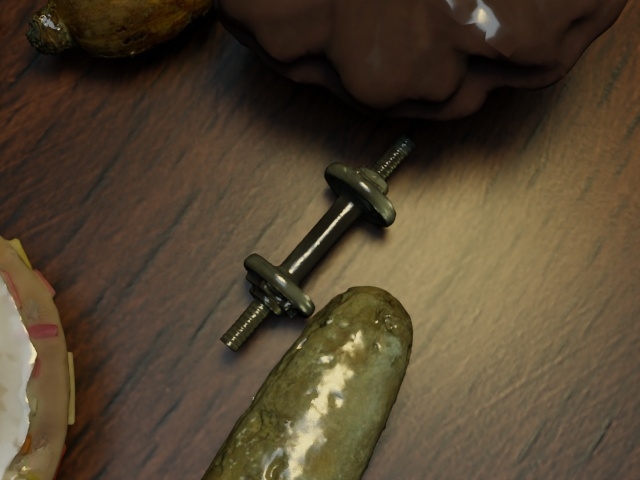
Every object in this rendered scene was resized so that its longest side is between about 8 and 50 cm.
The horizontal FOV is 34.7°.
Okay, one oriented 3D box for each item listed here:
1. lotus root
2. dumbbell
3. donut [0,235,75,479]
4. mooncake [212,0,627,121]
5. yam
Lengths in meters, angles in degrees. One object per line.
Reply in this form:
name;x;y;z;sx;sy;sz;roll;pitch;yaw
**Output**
lotus root;-0.182;-0.235;0.968;0.209;0.120;0.120;-24;78;-3
dumbbell;0.000;0.000;0.931;0.081;0.081;0.254;39;81;9
donut;-0.388;0.141;0.876;0.382;0.142;0.383;0;78;1
mooncake;0.091;-0.284;0.858;0.350;0.212;0.381;14;113;6
yam;-0.023;0.185;0.874;0.133;0.133;0.330;28;74;7
